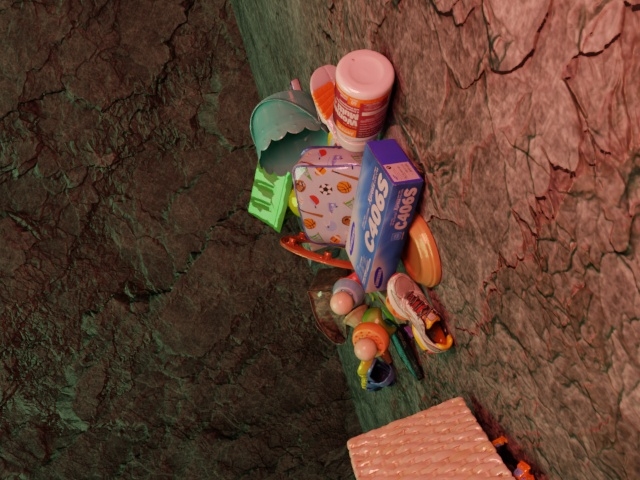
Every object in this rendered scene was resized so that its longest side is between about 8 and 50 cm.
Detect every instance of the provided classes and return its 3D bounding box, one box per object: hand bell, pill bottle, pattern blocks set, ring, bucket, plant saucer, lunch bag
[{"bbox_3d":[0.206,0.390,1.940,0.242,0.126,0.126,54,165,25],"label":"hand bell"},{"bbox_3d":[0.088,-0.295,1.062,0.221,0.121,0.121,92,157,-67],"label":"pill bottle"},{"bbox_3d":[0.195,0.175,1.517,0.325,0.026,0.285,49,172,40],"label":"pattern blocks set"},{"bbox_3d":[0.043,0.026,1.481,0.336,0.336,0.032,-136,58,-72],"label":"ring"},{"bbox_3d":[-0.104,-0.369,1.672,0.281,0.281,0.183,92,161,-68],"label":"bucket"},{"bbox_3d":[0.225,0.021,1.161,0.200,0.037,0.200,160,90,-81],"label":"plant saucer"},{"bbox_3d":[0.063,0.285,2.127,0.235,0.168,0.287,-62,-42,-64],"label":"lunch bag"},{"bbox_3d":[0.061,-0.110,1.325,0.115,0.243,0.304,-71,-24,-45],"label":"lunch bag"}]

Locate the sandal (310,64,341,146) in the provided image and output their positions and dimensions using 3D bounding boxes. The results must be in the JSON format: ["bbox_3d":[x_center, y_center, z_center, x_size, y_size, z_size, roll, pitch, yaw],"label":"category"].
[{"bbox_3d":[0.040,-0.343,1.332,0.076,0.101,0.266,177,73,-78],"label":"sandal"}]

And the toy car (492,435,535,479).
[{"bbox_3d":[0.399,0.469,1.008,0.122,0.040,0.060,-137,29,-72],"label":"toy car"}]

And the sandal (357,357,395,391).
[{"bbox_3d":[0.241,0.562,1.983,0.138,0.126,0.317,21,161,23],"label":"sandal"}]

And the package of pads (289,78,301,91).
[{"bbox_3d":[-0.092,-0.582,1.889,0.050,0.031,0.083,-164,56,-77],"label":"package of pads"}]

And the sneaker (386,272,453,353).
[{"bbox_3d":[0.248,0.172,1.178,0.225,0.088,0.092,54,161,0],"label":"sneaker"}]

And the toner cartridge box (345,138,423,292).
[{"bbox_3d":[0.140,-0.050,1.160,0.348,0.075,0.165,97,159,-43],"label":"toner cartridge box"}]

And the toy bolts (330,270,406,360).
[{"bbox_3d":[0.132,0.182,1.262,0.228,0.218,0.158,49,-148,-3],"label":"toy bolts"}]

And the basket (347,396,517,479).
[{"bbox_3d":[0.253,0.582,1.070,0.328,0.331,0.267,-113,2,-71],"label":"basket"}]

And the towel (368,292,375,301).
[{"bbox_3d":[0.163,0.116,1.833,0.237,0.021,0.102,-117,17,-48],"label":"towel"}]

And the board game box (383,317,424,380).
[{"bbox_3d":[0.264,0.348,1.559,0.186,0.026,0.126,63,173,-8],"label":"board game box"}]

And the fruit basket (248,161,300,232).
[{"bbox_3d":[-0.091,-0.213,2.013,0.283,0.391,0.392,-69,-32,-61],"label":"fruit basket"}]

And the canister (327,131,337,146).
[{"bbox_3d":[0.079,-0.232,1.421,0.126,0.073,0.170,91,160,-65],"label":"canister"}]

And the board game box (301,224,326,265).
[{"bbox_3d":[0.000,0.000,2.185,0.275,0.144,0.142,102,149,-72],"label":"board game box"}]
